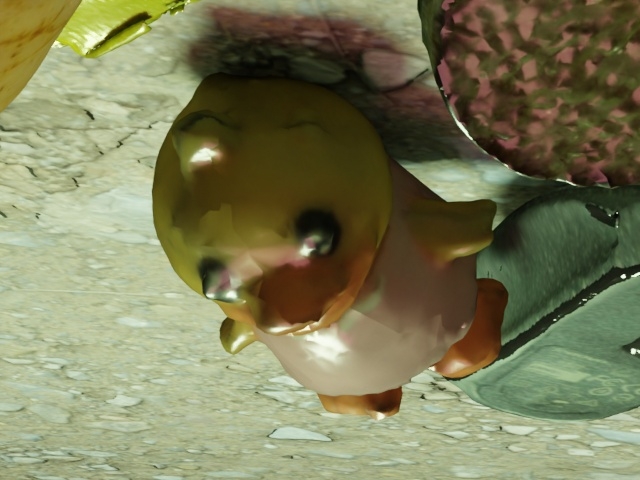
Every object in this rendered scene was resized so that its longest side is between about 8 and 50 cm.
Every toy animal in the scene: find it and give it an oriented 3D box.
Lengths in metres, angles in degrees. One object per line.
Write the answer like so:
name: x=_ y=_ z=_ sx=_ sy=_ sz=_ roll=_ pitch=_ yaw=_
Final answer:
toy animal: x=-0.002 y=-0.004 z=1.161 sx=0.195 sy=0.169 sz=0.281 roll=-27 pitch=153 yaw=17

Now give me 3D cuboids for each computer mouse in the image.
computer mouse: x=0.215 y=0.018 z=1.255 sx=0.203 sy=0.114 sz=0.374 roll=17 pitch=153 yaw=-27

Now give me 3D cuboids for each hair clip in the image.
hair clip: x=-0.093 y=-0.129 z=0.968 sx=0.173 sy=0.046 sz=0.072 roll=-14 pitch=152 yaw=43

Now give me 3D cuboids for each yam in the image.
yam: x=0.092 y=-0.154 z=0.571 sx=0.154 sy=0.254 sz=0.154 roll=0 pitch=141 yaw=0

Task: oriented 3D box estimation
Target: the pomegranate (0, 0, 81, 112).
pomegranate: x=-0.196 y=-0.133 z=0.693 sx=0.248 sy=0.248 sz=0.248 roll=5 pitch=163 yaw=1
